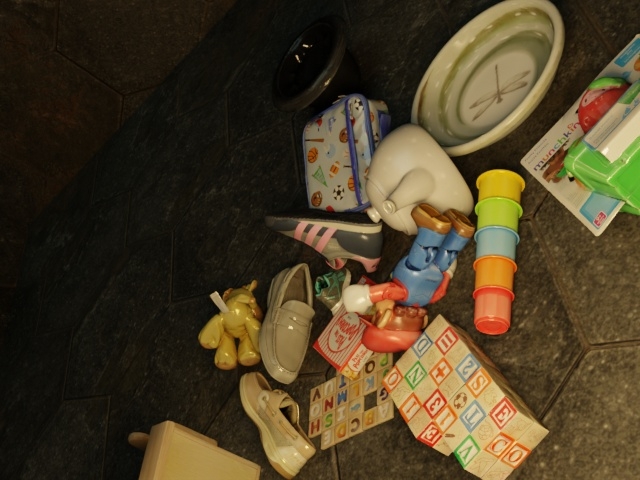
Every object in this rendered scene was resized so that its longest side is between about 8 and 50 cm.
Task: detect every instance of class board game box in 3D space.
[{"bbox_3d":[0.080,0.182,1.906,0.194,0.045,0.146,-55,27,-2],"label":"board game box"}]

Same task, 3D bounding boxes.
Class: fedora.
[{"bbox_3d":[0.008,-0.463,2.512,0.334,0.152,0.334,-35,37,32],"label":"fedora"}]

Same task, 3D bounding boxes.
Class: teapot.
[{"bbox_3d":[0.176,-0.101,1.836,0.187,0.256,0.252,-36,46,0],"label":"teapot"}]

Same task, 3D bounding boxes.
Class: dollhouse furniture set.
[{"bbox_3d":[-0.363,0.565,1.980,0.394,0.256,0.362,-27,41,40],"label":"dollhouse furniture set"}]

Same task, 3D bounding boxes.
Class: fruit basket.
[{"bbox_3d":[0.510,-0.204,1.559,0.327,0.165,0.353,-48,28,14],"label":"fruit basket"}]

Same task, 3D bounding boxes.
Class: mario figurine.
[{"bbox_3d":[0.159,0.073,1.753,0.170,0.198,0.321,-81,16,-70],"label":"mario figurine"}]

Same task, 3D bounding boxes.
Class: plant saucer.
[{"bbox_3d":[0.372,-0.334,1.932,0.400,0.100,0.401,-34,38,32],"label":"plant saucer"}]

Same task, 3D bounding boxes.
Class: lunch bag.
[{"bbox_3d":[0.072,-0.192,2.127,0.243,0.114,0.304,-23,67,44],"label":"lunch bag"}]

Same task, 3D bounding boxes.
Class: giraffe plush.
[{"bbox_3d":[-0.202,0.189,2.210,0.181,0.210,0.170,-14,16,9],"label":"giraffe plush"}]

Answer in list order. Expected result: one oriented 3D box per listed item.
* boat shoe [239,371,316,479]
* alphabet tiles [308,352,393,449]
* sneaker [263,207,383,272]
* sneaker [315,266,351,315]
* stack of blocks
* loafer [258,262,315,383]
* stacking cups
[{"bbox_3d":[-0.089,0.374,1.927,0.098,0.109,0.302,-42,35,7],"label":"boat shoe"},{"bbox_3d":[0.060,0.317,1.856,0.237,0.009,0.198,-33,38,34],"label":"alphabet tiles"},{"bbox_3d":[0.000,0.000,2.051,0.319,0.112,0.131,9,110,38],"label":"sneaker"},{"bbox_3d":[0.024,0.096,2.030,0.065,0.076,0.166,-48,19,22],"label":"sneaker"},{"bbox_3d":[0.239,0.284,1.557,0.171,0.087,0.297,-51,31,10],"label":"stack of blocks"},{"bbox_3d":[-0.071,0.182,2.066,0.111,0.112,0.320,-45,31,35],"label":"loafer"},{"bbox_3d":[0.330,0.024,1.687,0.096,0.096,0.316,-21,50,44],"label":"stacking cups"}]
